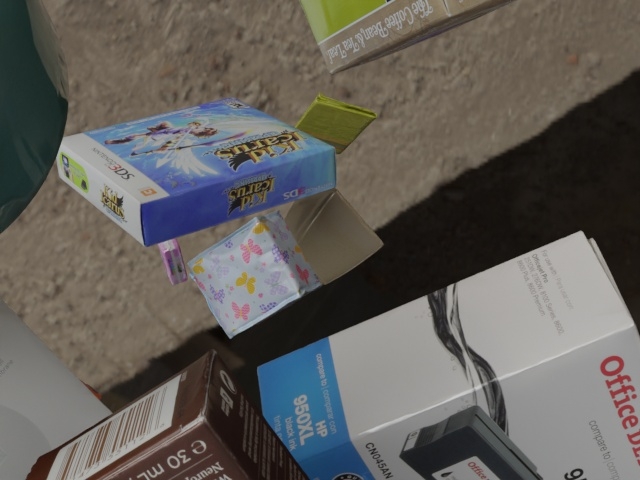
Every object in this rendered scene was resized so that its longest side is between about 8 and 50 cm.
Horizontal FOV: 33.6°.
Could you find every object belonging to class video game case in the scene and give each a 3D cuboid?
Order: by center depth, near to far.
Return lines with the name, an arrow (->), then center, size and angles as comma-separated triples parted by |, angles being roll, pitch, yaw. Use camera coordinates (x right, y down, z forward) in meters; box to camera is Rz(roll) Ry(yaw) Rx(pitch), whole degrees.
video game case -> -0.158, -0.097, 1.325 | 0.269, 0.244, 0.061 | -19, 123, -30

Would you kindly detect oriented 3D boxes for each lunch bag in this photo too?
lunch bag -> -0.053, 0.027, 0.802 | 0.083, 0.053, 0.071 | -33, 86, 23

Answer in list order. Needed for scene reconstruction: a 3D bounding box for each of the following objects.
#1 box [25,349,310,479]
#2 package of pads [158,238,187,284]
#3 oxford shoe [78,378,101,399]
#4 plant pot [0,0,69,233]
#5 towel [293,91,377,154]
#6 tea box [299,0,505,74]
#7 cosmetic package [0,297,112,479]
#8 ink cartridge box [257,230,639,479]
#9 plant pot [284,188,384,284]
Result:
box -> -0.062, 0.305, 0.873 | 0.191, 0.143, 0.381 | -33, 106, 8
package of pads -> -0.239, 0.026, 1.705 | 0.032, 0.050, 0.083 | -18, 138, -10
oxford shoe -> -0.449, 0.220, 1.510 | 0.271, 0.098, 0.097 | 15, 179, -27
plant pot -> -0.316, -0.139, 0.650 | 0.293, 0.293, 0.235 | 14, 161, -2
towel -> 0.015, -0.187, 1.720 | 0.102, 0.021, 0.237 | 13, 168, -11
tea box -> 0.093, -0.380, 1.116 | 0.220, 0.329, 0.324 | -24, 98, -18
cosmetic package -> -0.332, 0.181, 0.926 | 0.138, 0.224, 0.225 | -27, 109, 35
ink cartridge box -> 0.170, 0.204, 1.164 | 0.394, 0.166, 0.285 | -24, 126, 9
plant pot -> 0.000, 0.000, 1.450 | 0.109, 0.096, 0.109 | 49, 162, -18
